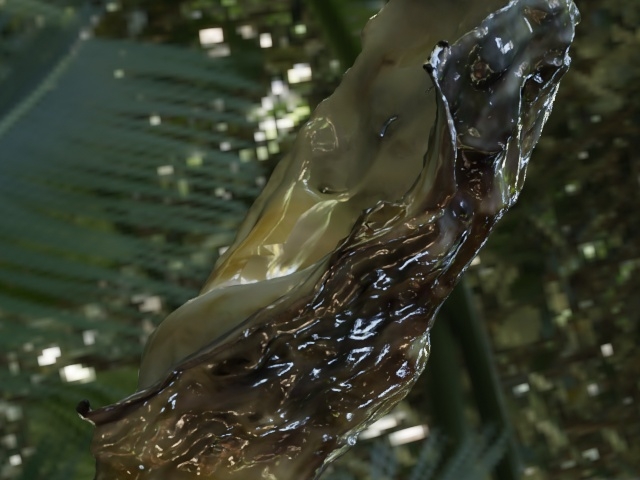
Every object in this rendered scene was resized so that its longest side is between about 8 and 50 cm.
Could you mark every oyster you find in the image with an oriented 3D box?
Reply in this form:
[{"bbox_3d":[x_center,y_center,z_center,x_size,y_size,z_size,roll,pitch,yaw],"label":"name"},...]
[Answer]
[{"bbox_3d":[0.010,0.006,0.740,0.100,0.275,0.271,34,-47,1],"label":"oyster"}]
